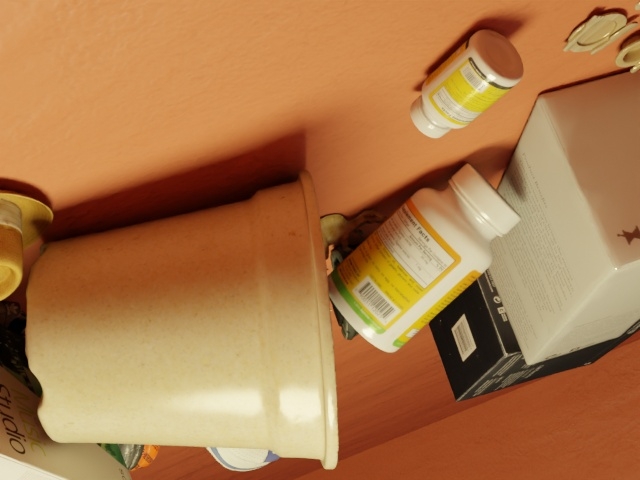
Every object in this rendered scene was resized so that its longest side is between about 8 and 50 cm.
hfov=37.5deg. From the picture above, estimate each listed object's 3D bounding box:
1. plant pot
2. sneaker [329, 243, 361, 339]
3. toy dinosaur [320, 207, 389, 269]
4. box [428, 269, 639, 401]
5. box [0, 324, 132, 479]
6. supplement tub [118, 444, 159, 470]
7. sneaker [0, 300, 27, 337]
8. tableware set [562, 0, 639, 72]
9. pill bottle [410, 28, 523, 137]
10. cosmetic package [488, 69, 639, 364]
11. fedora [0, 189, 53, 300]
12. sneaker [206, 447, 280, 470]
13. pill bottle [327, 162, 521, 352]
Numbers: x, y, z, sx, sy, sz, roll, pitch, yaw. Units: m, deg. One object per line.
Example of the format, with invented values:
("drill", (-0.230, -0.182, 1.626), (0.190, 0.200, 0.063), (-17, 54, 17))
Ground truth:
("plant pot", (-0.150, 0.100, 1.048), (0.305, 0.333, 0.334), (-5, 158, -5))
("sneaker", (0.072, 0.077, 1.433), (0.106, 0.101, 0.267), (-17, 160, -10))
("toy dinosaur", (0.000, 0.000, 1.267), (0.183, 0.053, 0.092), (-21, 146, -14))
("box", (0.410, 0.147, 1.784), (0.312, 0.179, 0.343), (-12, 159, -13))
("box", (-0.346, 0.191, 1.061), (0.058, 0.232, 0.322), (-38, 143, 3))
("supplement tub", (-0.417, 0.277, 1.376), (0.338, 0.207, 0.207), (1, 152, -40))
("sneaker", (-0.399, 0.129, 1.212), (0.071, 0.066, 0.188), (-16, 160, -9))
("tableware set", (0.346, -0.229, 0.989), (0.169, 0.020, 0.141), (2, 151, -43))
("pill bottle", (0.143, -0.153, 0.947), (0.065, 0.065, 0.116), (-2, 155, -37))
("cosmetic package", (0.354, -0.010, 1.265), (0.161, 0.230, 0.453), (-17, 161, -6))
("fedora", (-0.357, 0.019, 0.946), (0.194, 0.079, 0.194), (-15, 160, -6))
("sneaker", (-0.100, 0.219, 1.342), (0.182, 0.127, 0.315), (-25, 140, 18))
("pill bottle", (0.136, 0.019, 1.228), (0.246, 0.136, 0.136), (-44, 154, 12))
